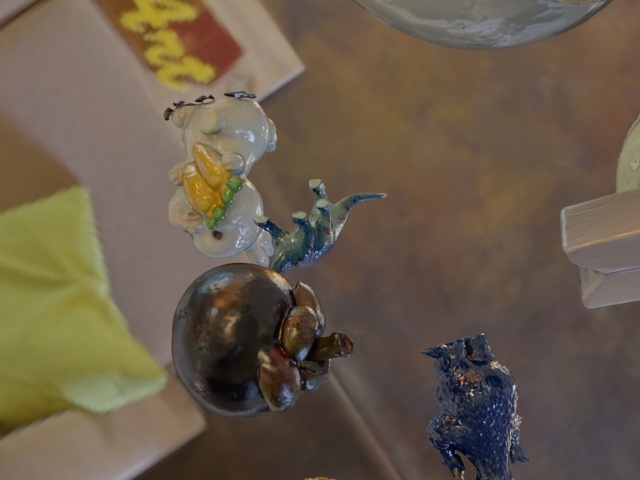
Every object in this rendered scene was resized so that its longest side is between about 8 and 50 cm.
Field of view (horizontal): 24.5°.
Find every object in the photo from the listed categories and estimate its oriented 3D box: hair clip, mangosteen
[{"bbox_3d":[0.373,-0.020,1.249,0.085,0.331,0.101,-83,153,-43],"label":"hair clip"},{"bbox_3d":[-0.073,0.135,1.929,0.211,0.250,0.211,6,90,-69],"label":"mangosteen"}]

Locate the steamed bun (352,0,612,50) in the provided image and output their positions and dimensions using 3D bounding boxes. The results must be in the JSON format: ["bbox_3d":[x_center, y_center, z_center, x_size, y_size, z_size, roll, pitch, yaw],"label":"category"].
[{"bbox_3d":[0.110,-0.337,1.253,0.241,0.374,0.374,-11,-58,51],"label":"steamed bun"}]

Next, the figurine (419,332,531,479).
[{"bbox_3d":[0.237,0.261,2.157,0.121,0.164,0.262,-14,-78,57],"label":"figurine"}]

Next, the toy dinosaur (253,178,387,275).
[{"bbox_3d":[-0.016,-0.014,2.263,0.076,0.329,0.144,18,-35,40],"label":"toy dinosaur"}]

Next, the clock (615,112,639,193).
[{"bbox_3d":[0.465,-0.086,1.906,0.053,0.236,0.236,5,44,-40],"label":"clock"}]

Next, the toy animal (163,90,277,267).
[{"bbox_3d":[-0.168,-0.095,2.548,0.247,0.183,0.310,-4,89,-67],"label":"toy animal"}]

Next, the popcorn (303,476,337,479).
[{"bbox_3d":[0.016,0.443,2.246,0.167,0.148,0.152,43,20,26],"label":"popcorn"}]
